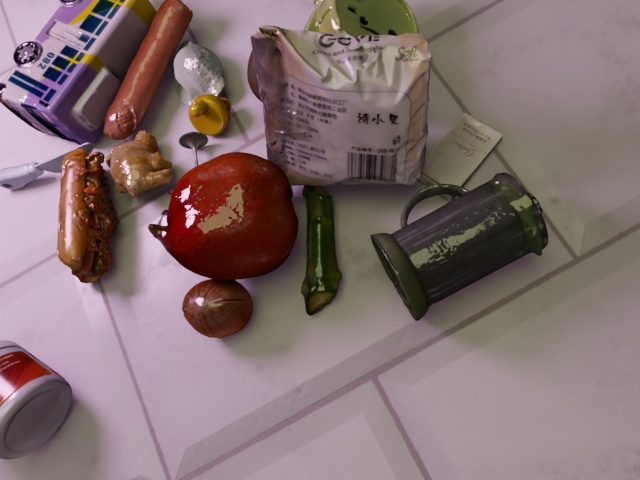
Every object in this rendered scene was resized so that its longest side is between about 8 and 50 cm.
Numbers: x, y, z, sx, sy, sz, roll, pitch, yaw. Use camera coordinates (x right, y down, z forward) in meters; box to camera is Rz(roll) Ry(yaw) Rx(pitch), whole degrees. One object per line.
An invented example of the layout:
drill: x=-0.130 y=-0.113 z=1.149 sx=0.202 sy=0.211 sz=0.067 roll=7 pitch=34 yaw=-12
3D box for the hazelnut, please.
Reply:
hazelnut: x=-0.231 y=0.143 z=1.276 sx=0.150 sy=0.150 sz=0.151 roll=-4 pitch=70 yaw=11

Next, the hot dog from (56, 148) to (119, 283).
hot dog: x=-0.575 y=-0.067 z=1.425 sx=0.116 sy=0.158 sz=0.349 roll=-7 pitch=65 yaw=-4

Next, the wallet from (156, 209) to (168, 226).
wallet: x=-0.343 y=-0.020 z=1.426 sx=0.156 sy=0.018 sz=0.082 roll=20 pitch=77 yaw=17

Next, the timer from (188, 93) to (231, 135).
timer: x=-0.290 y=-0.320 z=1.465 sx=0.107 sy=0.107 sz=0.109 roll=3 pitch=36 yaw=14

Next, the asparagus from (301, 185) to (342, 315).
asparagus: x=-0.001 y=0.000 z=1.312 sx=0.085 sy=0.082 sz=0.343 roll=-23 pitch=59 yaw=47

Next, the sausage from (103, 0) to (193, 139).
sausage: x=-0.460 y=-0.454 z=1.520 sx=0.094 sy=0.094 sz=0.419 roll=20 pitch=81 yaw=12

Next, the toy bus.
toy bus: x=-0.631 y=-0.481 z=1.550 sx=0.249 sy=0.209 sz=0.440 roll=27 pitch=77 yaw=19

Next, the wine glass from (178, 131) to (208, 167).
wine glass: x=-0.310 y=-0.172 z=1.439 sx=0.079 sy=0.079 sz=0.196 roll=-15 pitch=67 yaw=7

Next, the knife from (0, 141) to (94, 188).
knife: x=-0.726 y=-0.198 z=1.530 sx=0.331 sy=0.080 sz=0.044 roll=-14 pitch=66 yaw=16

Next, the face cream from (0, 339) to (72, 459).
face cream: x=-0.693 y=0.353 z=1.274 sx=0.187 sy=0.201 sz=0.201 roll=27 pitch=79 yaw=20

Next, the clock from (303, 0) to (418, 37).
clock: x=0.108 y=-0.498 z=1.369 sx=0.286 sy=0.117 sz=0.349 roll=20 pitch=64 yaw=-18

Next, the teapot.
teapot: x=0.285 y=-0.017 z=1.200 sx=0.336 sy=0.200 sz=0.271 roll=-27 pitch=49 yaw=0

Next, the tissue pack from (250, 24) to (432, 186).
tissue pack: x=0.047 y=-0.268 z=1.221 sx=0.375 sy=0.390 sz=0.195 roll=4 pitch=46 yaw=5

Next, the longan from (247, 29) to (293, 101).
longan: x=-0.087 y=-0.426 z=1.422 sx=0.197 sy=0.198 sz=0.213 roll=-4 pitch=71 yaw=11

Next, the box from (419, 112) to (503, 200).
box: x=0.322 y=-0.198 z=1.333 sx=0.109 sy=0.029 sz=0.198 roll=38 pitch=81 yaw=22

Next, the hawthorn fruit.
hawthorn fruit: x=-0.187 y=-0.045 z=1.255 sx=0.294 sy=0.295 sz=0.311 roll=29 pitch=53 yaw=20

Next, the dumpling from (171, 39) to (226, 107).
dumpling: x=-0.340 y=-0.452 z=1.528 sx=0.152 sy=0.108 sz=0.219 roll=-38 pitch=63 yaw=-3

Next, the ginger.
ginger: x=-0.474 y=-0.200 z=1.472 sx=0.157 sy=0.102 sz=0.216 roll=-33 pitch=56 yaw=-4
